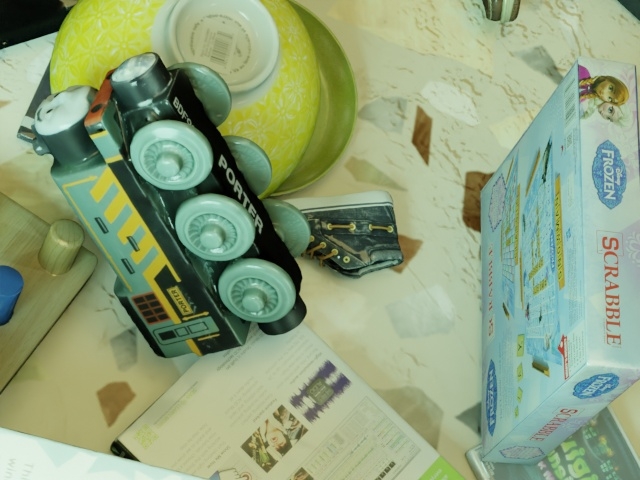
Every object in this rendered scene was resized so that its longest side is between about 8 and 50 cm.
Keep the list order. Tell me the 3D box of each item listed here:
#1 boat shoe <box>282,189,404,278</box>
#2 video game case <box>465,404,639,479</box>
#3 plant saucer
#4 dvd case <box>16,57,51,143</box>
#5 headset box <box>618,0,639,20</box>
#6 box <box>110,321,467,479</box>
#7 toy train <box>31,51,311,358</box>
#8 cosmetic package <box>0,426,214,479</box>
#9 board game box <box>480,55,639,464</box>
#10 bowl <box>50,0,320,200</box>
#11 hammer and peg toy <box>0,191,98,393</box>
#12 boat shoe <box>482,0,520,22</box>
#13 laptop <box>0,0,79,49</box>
[{"bbox_3d":[0.000,0.000,1.825,0.183,0.065,0.083,-9,73,-17],"label":"boat shoe"},{"bbox_3d":[0.270,0.274,1.821,0.173,0.022,0.190,-23,78,-20],"label":"video game case"},{"bbox_3d":[-0.078,-0.158,1.864,0.241,0.037,0.241,6,72,-18],"label":"plant saucer"},{"bbox_3d":[-0.211,-0.175,1.859,0.164,0.018,0.221,23,67,-7],"label":"dvd case"},{"bbox_3d":[0.392,-0.432,2.028,0.246,0.131,0.283,42,68,2],"label":"headset box"},{"bbox_3d":[-0.020,0.241,1.746,0.322,0.058,0.232,44,68,5],"label":"box"},{"bbox_3d":[-0.141,-0.027,1.658,0.190,0.334,0.142,-16,35,21],"label":"toy train"},{"bbox_3d":[-0.282,0.356,1.461,0.327,0.394,0.329,14,70,-8],"label":"cosmetic package"},{"bbox_3d":[0.237,0.031,1.723,0.066,0.318,0.319,7,67,-11],"label":"board game box"},{"bbox_3d":[-0.120,-0.179,1.749,0.289,0.156,0.289,5,74,-18],"label":"bowl"},{"bbox_3d":[-0.396,0.071,1.624,0.266,0.127,0.361,33,47,-1],"label":"hammer and peg toy"},{"bbox_3d":[0.171,-0.365,1.984,0.095,0.095,0.257,-7,67,-1],"label":"boat shoe"},{"bbox_3d":[-0.481,-0.389,1.857,0.382,0.236,0.408,-20,104,-17],"label":"laptop"}]
